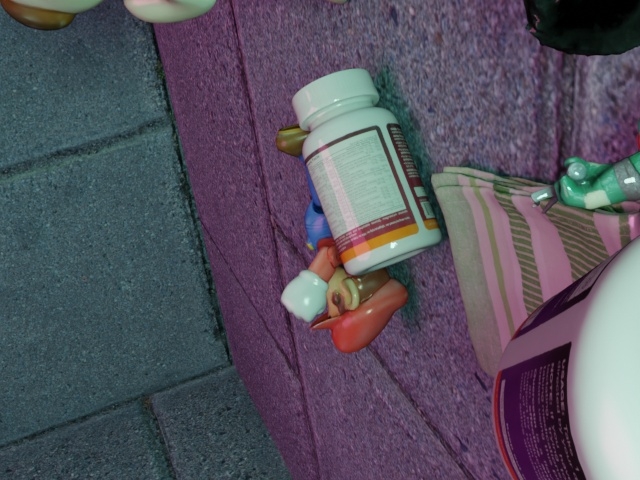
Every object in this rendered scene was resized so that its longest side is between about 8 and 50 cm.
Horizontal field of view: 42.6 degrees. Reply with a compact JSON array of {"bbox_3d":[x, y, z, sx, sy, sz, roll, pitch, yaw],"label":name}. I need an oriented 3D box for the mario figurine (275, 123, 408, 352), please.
[{"bbox_3d":[0.000,0.000,1.116,0.170,0.198,0.320,2,106,60],"label":"mario figurine"}]

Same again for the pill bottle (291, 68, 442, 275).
[{"bbox_3d":[0.050,-0.080,0.965,0.121,0.121,0.221,134,117,-73],"label":"pill bottle"}]

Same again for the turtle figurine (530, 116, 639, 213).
[{"bbox_3d":[0.207,-0.090,0.436,0.234,0.118,0.175,120,171,-68],"label":"turtle figurine"}]

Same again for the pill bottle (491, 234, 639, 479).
[{"bbox_3d":[0.198,0.084,0.415,0.323,0.182,0.181,77,171,-77],"label":"pill bottle"}]

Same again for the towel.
[{"bbox_3d":[0.206,0.060,0.746,0.325,0.038,0.247,-156,48,-69],"label":"towel"}]

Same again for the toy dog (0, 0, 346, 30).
[{"bbox_3d":[-0.221,-0.409,0.983,0.395,0.408,0.284,-130,27,-53],"label":"toy dog"}]

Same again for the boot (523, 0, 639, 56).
[{"bbox_3d":[0.133,-0.181,0.438,0.246,0.094,0.207,125,162,-65],"label":"boot"}]
